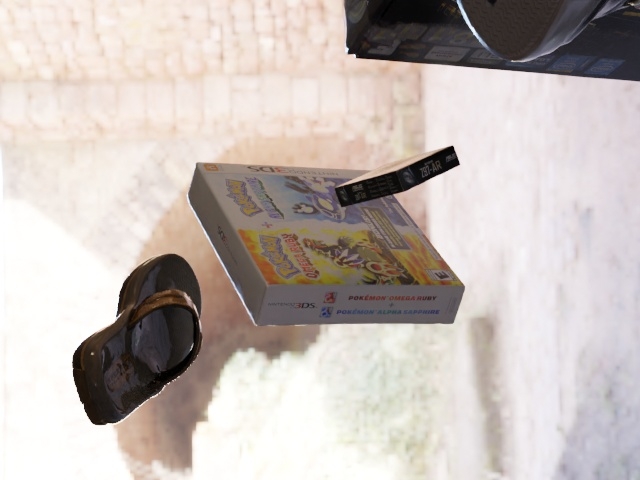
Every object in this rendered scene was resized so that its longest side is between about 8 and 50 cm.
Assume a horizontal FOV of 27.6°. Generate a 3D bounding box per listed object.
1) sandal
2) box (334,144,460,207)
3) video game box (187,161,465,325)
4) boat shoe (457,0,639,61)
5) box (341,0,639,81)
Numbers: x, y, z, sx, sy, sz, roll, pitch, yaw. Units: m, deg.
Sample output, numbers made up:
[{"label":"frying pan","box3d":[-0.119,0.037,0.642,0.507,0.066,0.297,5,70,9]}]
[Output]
[{"label":"sandal","box3d":[-0.131,0.074,1.040,0.090,0.060,0.219,68,-160,-12]},{"label":"box","box3d":[0.061,-0.051,1.052,0.083,0.067,0.018,-12,101,54]},{"label":"video game box","box3d":[0.000,0.000,1.143,0.205,0.187,0.048,-124,41,-50]},{"label":"boat shoe","box3d":[0.171,-0.215,0.633,0.121,0.119,0.335,58,153,11]},{"label":"box","box3d":[0.247,-0.224,0.939,0.318,0.394,0.097,137,132,-65]}]
